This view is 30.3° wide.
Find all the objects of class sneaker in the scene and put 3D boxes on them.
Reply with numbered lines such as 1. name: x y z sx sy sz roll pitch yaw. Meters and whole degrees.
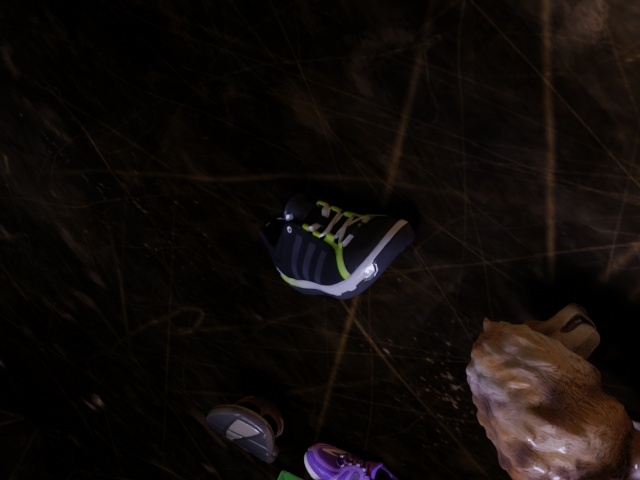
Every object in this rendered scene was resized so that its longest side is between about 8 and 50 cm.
1. sneaker: 0.000 0.000 1.172 0.097 0.084 0.234 50 154 -13
2. sneaker: 0.058 0.321 1.643 0.169 0.068 0.071 24 135 17

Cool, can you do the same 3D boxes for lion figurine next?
1. lion figurine: 0.268 0.243 1.017 0.392 0.142 0.240 63 162 -19

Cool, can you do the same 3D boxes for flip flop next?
1. flip flop: -0.097 0.275 1.766 0.112 0.080 0.277 31 168 12

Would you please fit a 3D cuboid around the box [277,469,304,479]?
1. box: 0.068 0.459 1.674 0.262 0.127 0.231 19 167 39

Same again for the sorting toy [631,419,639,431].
1. sorting toy: 0.291 0.193 1.124 0.075 0.044 0.083 51 161 29
